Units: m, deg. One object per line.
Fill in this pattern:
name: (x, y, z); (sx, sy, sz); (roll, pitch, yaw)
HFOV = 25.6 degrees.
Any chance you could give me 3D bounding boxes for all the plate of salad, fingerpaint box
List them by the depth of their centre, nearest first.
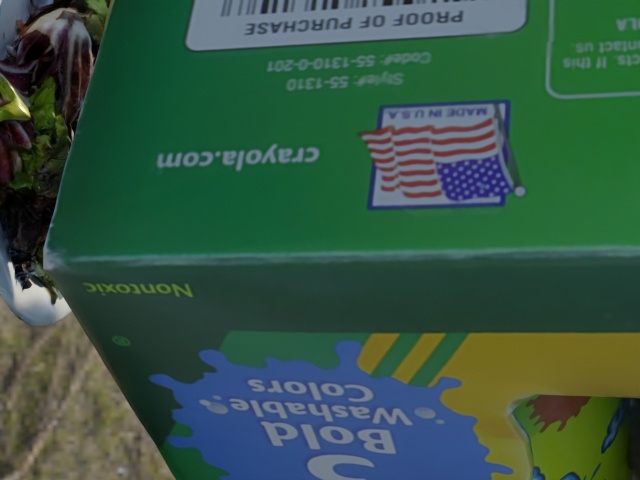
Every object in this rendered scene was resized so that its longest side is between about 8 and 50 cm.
fingerpaint box: (0.185, 0.050, 0.484); (0.371, 0.445, 0.163); (72, 21, -52)
plate of salad: (-0.079, -0.065, 0.522); (0.200, 0.048, 0.199); (9, 90, -83)
